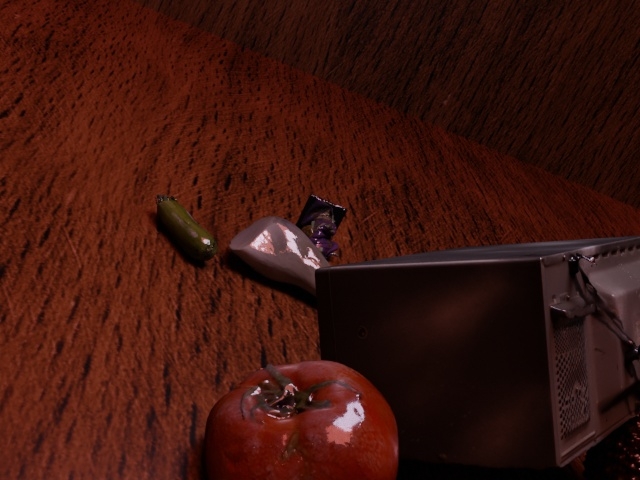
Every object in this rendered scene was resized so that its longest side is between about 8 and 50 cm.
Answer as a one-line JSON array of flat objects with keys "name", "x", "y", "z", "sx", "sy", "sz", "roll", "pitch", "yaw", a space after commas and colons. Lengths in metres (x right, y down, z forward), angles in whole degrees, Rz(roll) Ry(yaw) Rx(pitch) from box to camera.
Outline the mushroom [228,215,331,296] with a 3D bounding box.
[{"name": "mushroom", "x": -0.043, "y": 0.040, "z": 1.518, "sx": 0.225, "sy": 0.093, "sz": 0.116, "roll": 34, "pitch": 42, "yaw": 0}]

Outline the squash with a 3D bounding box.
[{"name": "squash", "x": -0.226, "y": -0.022, "z": 1.499, "sx": 0.052, "sy": 0.052, "sz": 0.183, "roll": 5, "pitch": 28, "yaw": -42}]

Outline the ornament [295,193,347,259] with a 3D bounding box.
[{"name": "ornament", "x": 0.003, "y": -0.008, "z": 1.684, "sx": 0.088, "sy": 0.081, "sz": 0.203, "roll": 21, "pitch": 21, "yaw": -8}]

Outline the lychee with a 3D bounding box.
[{"name": "lychee", "x": 0.460, "y": 0.314, "z": 1.264, "sx": 0.188, "sy": 0.188, "sz": 0.188, "roll": 22, "pitch": 20, "yaw": -8}]

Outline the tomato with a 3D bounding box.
[{"name": "tomato", "x": -0.025, "y": 0.209, "z": 0.999, "sx": 0.236, "sy": 0.095, "sz": 0.237, "roll": -3, "pitch": 28, "yaw": 2}]

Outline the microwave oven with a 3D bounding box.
[{"name": "microwave oven", "x": 0.252, "y": 0.126, "z": 1.210, "sx": 0.374, "sy": 0.236, "sz": 0.432, "roll": -5, "pitch": 1, "yaw": 36}]
